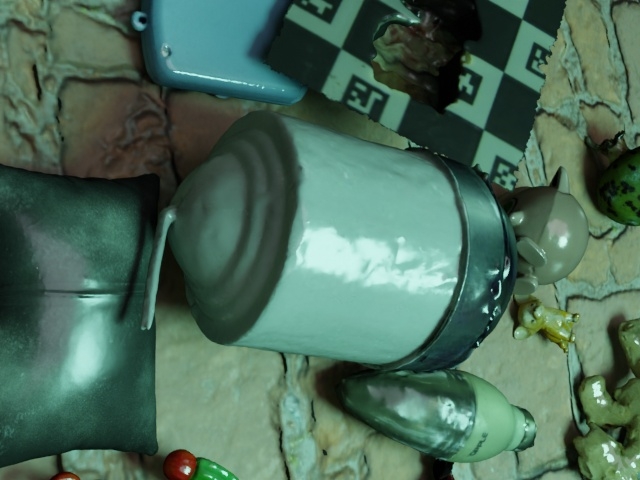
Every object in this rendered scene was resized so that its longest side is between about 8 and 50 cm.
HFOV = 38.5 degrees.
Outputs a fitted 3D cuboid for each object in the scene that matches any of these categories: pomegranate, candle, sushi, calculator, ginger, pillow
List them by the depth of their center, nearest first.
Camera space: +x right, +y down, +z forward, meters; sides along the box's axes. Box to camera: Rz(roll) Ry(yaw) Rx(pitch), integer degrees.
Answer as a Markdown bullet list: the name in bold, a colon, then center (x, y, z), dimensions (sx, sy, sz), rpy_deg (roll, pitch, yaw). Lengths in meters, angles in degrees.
- **pillow**: center (-0.205, 0.060, 0.741), dimensions (0.186, 0.106, 0.249), rpy_deg (2, 84, -45)
- **candle**: center (0.000, 0.000, 0.839), dimensions (0.343, 0.221, 0.221), rpy_deg (14, 73, -33)
- **calculator**: center (-0.094, -0.203, 0.920), dimensions (0.210, 0.039, 0.121), rpy_deg (2, 78, -37)
- **sushi**: center (0.113, -0.240, 1.045), dimensions (0.296, 0.100, 0.373), rpy_deg (26, 61, -10)
- **ginger**: center (0.395, 0.212, 1.181), dimensions (0.149, 0.065, 0.258), rpy_deg (10, 62, -9)
- **pomegranate**: center (0.427, -0.091, 1.256), dimensions (0.122, 0.122, 0.161), rpy_deg (-22, 71, -38)

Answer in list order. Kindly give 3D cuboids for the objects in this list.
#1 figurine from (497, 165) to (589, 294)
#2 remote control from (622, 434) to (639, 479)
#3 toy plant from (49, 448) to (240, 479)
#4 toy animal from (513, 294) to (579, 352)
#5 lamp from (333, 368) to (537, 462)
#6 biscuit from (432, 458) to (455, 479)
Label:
- **figurine**: center (0.260, -0.008, 1.107), dimensions (0.125, 0.125, 0.138), rpy_deg (45, 48, -22)
- **remote control**: center (0.431, 0.353, 1.196), dimensions (0.128, 0.066, 0.335), rpy_deg (43, 59, -25)
- **toy plant**: center (-0.115, 0.264, 0.781), dimensions (0.155, 0.088, 0.240), rpy_deg (-33, 100, -36)
- **toy animal**: center (0.276, 0.102, 1.144), dimensions (0.083, 0.081, 0.060), rpy_deg (15, 77, 3)
- **lamp**: center (0.126, 0.183, 0.972), dimensions (0.250, 0.101, 0.101), rpy_deg (16, 72, -28)
- **biscuit**: center (0.107, 0.341, 0.951), dimensions (0.235, 0.063, 0.151), rpy_deg (-31, 100, -38)
